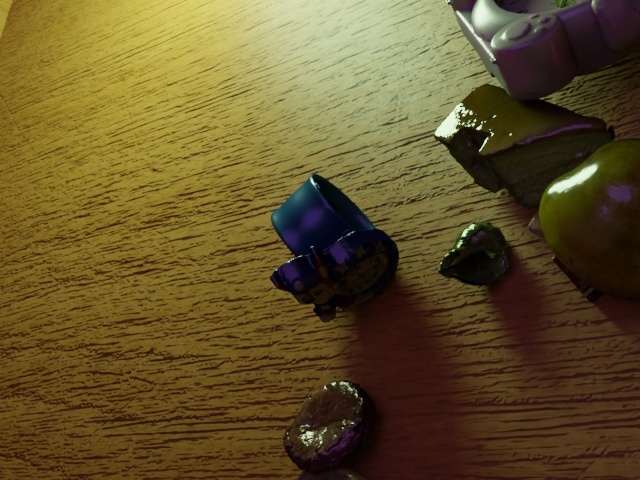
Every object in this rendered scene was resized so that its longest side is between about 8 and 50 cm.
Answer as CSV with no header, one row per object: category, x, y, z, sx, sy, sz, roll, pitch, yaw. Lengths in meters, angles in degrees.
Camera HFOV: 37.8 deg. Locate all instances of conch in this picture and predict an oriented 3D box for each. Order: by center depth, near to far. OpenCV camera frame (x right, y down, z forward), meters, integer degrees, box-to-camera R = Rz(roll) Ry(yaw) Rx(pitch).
conch,0.222,0.023,1.319,0.121,0.074,0.089,-31,53,-29

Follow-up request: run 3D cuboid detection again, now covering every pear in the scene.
pear,0.374,-0.026,1.130,0.200,0.200,0.200,-21,53,32

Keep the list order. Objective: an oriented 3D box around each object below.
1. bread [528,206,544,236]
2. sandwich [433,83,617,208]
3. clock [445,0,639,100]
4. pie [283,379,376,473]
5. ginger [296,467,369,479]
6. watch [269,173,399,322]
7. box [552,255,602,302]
bread,0.330,-0.038,1.288,0.070,0.035,0.083,12,68,45
sandwich,0.285,-0.125,1.286,0.128,0.122,0.236,-46,32,-8
clock,0.364,-0.347,1.324,0.322,0.113,0.295,-26,37,7
pie,0.012,0.269,1.363,0.153,0.038,0.153,-27,32,18
ginger,-0.024,0.431,1.305,0.149,0.065,0.258,17,72,52
watch,0.008,-0.001,1.444,0.171,0.196,0.200,-37,53,7
box,0.350,0.036,1.233,0.051,0.023,0.082,-45,44,13
